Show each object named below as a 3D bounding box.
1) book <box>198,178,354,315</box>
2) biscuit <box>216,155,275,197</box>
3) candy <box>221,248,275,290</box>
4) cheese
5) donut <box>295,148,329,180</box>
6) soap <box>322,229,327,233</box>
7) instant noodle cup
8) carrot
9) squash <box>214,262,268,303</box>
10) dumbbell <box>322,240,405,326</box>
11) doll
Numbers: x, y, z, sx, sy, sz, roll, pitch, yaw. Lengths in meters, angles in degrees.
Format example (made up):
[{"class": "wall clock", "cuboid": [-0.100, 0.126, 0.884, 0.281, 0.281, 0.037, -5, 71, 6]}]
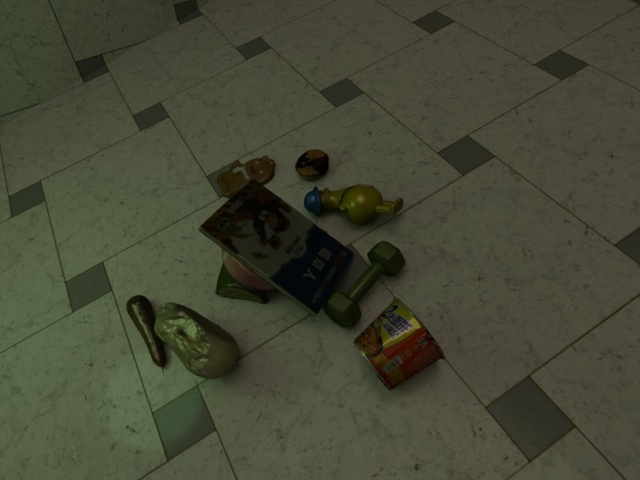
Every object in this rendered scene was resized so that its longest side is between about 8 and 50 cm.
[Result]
[{"class": "book", "cuboid": [-0.121, 0.008, 1.320, 0.428, 0.039, 0.300, 36, 44, -2]}, {"class": "biscuit", "cuboid": [-0.297, -0.264, 1.713, 0.249, 0.035, 0.184, -22, 55, -5]}, {"class": "candy", "cuboid": [-0.184, 0.046, 1.347, 0.256, 0.094, 0.255, 18, 48, -21]}, {"class": "cheese", "cuboid": [-0.364, 0.293, 1.236, 0.266, 0.233, 0.127, 29, 77, 29]}, {"class": "donut", "cuboid": [-0.030, -0.293, 1.665, 0.141, 0.059, 0.140, -5, 56, 8]}, {"class": "soap", "cuboid": [0.000, 0.000, 1.487, 0.034, 0.012, 0.089, 10, 59, 17]}, {"class": "instant noodle cup", "cuboid": [0.202, 0.288, 1.147, 0.174, 0.213, 0.213, -37, 57, -5]}, {"class": "carrot", "cuboid": [-0.551, 0.302, 1.365, 0.078, 0.078, 0.298, -31, 62, -10]}, {"class": "squash", "cuboid": [-0.246, 0.056, 1.442, 0.203, 0.111, 0.288, 7, 56, 14]}, {"class": "dumbbell", "cuboid": [0.138, 0.133, 1.313, 0.302, 0.121, 0.108, -46, 32, -19]}, {"class": "doll", "cuboid": [0.106, -0.132, 1.498, 0.363, 0.145, 0.199, 9, 18, 27]}]
